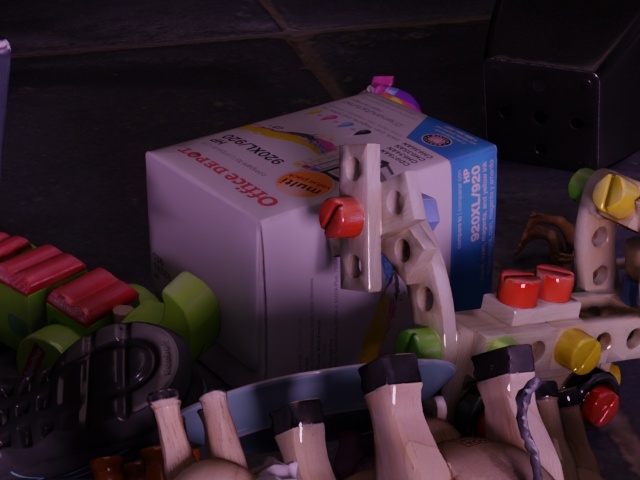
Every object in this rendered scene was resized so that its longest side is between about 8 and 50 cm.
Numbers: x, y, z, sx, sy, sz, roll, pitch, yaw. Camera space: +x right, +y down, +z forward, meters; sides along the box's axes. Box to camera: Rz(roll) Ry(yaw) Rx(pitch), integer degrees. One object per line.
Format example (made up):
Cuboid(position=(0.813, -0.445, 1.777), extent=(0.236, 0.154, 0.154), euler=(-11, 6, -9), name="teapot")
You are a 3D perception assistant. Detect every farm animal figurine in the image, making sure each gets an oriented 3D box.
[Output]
Cuboid(position=(0.050, 0.168, 0.722), extent=(0.330, 0.172, 0.327), euler=(-8, -16, -15), name="farm animal figurine")

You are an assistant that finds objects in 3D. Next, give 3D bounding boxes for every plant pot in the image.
Cuboid(position=(0.268, -0.176, 1.463), extent=(0.187, 0.188, 0.167), euler=(12, 40, 24), name="plant pot")

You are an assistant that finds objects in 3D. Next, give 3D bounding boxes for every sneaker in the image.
Cuboid(position=(-0.197, 0.135, 0.916), extent=(0.267, 0.106, 0.101), euler=(-12, 57, 15), name="sneaker")

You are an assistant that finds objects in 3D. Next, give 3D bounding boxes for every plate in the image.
Cuboid(position=(-0.004, 0.109, 0.844), extent=(0.188, 0.024, 0.188), euler=(-10, -15, -3), name="plate")

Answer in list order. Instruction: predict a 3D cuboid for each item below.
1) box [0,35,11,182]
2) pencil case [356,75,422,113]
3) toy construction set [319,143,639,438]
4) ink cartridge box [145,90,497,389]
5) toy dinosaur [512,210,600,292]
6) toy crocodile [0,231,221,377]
Cuboid(position=(-0.333, 0.083, 0.607), extent=(0.294, 0.395, 0.212), euler=(12, 15, 18), name="box")
Cuboid(position=(0.025, -0.085, 1.356), extent=(0.104, 0.104, 0.236), euler=(10, 28, 22), name="pencil case")
Cuboid(position=(0.155, 0.027, 0.966), extent=(0.328, 0.215, 0.151), euler=(2, 19, -21), name="toy construction set")
Cuboid(position=(0.000, 0.000, 1.094), extent=(0.233, 0.168, 0.171), euler=(-19, 32, -32), name="ink cartridge box")
Cuboid(position=(0.240, 0.007, 1.223), extent=(0.112, 0.064, 0.211), euler=(24, 40, 9), name="toy dinosaur")
Cuboid(position=(-0.229, 0.047, 1.073), extent=(0.341, 0.105, 0.115), euler=(17, 30, 33), name="toy crocodile")
